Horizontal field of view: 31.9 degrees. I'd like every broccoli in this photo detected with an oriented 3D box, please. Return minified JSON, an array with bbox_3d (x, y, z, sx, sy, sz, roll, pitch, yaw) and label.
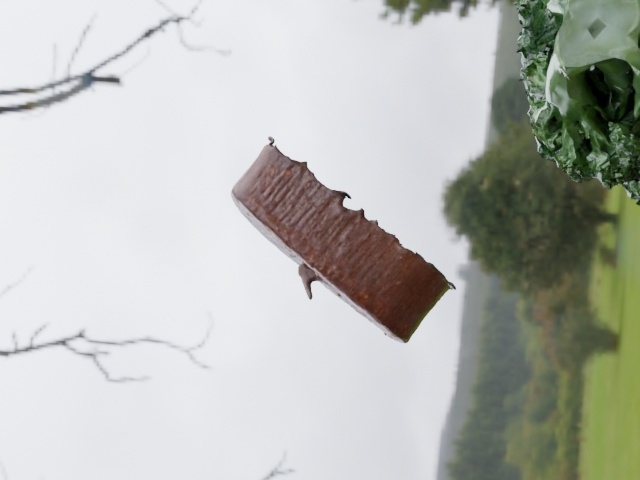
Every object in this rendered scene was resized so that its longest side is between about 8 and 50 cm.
[{"bbox_3d":[0.307,-0.184,1.032,0.275,0.308,0.307,-3,-81,-65],"label":"broccoli"}]

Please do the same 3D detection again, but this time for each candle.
[{"bbox_3d":[0.000,0.000,1.400,0.131,0.317,0.287,-50,-50,-4],"label":"candle"}]
